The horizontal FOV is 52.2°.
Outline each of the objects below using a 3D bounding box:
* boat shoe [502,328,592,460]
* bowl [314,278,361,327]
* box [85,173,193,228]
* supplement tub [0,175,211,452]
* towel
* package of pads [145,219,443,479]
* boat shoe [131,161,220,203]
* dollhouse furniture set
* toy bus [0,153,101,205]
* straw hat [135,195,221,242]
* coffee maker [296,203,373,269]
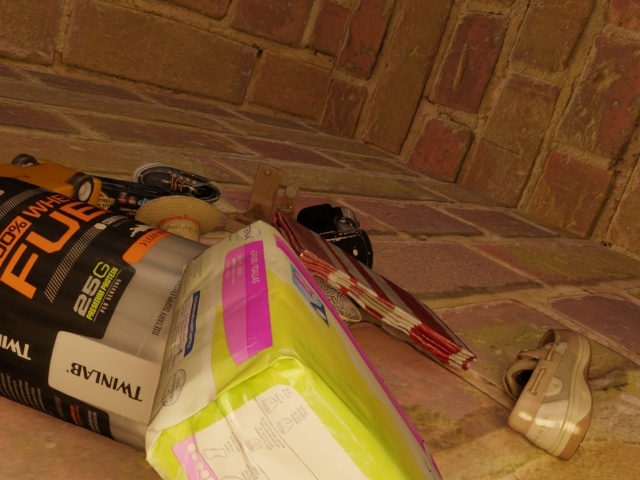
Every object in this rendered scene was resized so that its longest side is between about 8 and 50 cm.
[{"bbox_3d":[0.313,0.191,0.919,0.098,0.109,0.302,22,22,12],"label":"boat shoe"},{"bbox_3d":[-0.035,0.089,0.900,0.170,0.080,0.170,34,8,-5],"label":"bowl"},{"bbox_3d":[-0.338,-0.074,1.173,0.220,0.051,0.175,8,8,-30],"label":"box"},{"bbox_3d":[-0.245,0.057,0.612,0.316,0.193,0.193,18,16,6],"label":"supplement tub"},{"bbox_3d":[0.073,0.074,1.016,0.329,0.037,0.237,33,8,-19],"label":"towel"},{"bbox_3d":[0.011,0.152,0.451,0.296,0.101,0.229,56,5,-20],"label":"package of pads"},{"bbox_3d":[-0.303,-0.121,1.394,0.183,0.065,0.083,4,19,-43],"label":"boat shoe"},{"bbox_3d":[-0.109,-0.074,1.333,0.144,0.123,0.151,22,16,16],"label":"dollhouse furniture set"},{"bbox_3d":[-0.413,-0.023,0.821,0.108,0.130,0.333,18,16,8],"label":"toy bus"},{"bbox_3d":[-0.235,-0.013,1.092,0.144,0.144,0.061,8,58,-29],"label":"straw hat"},{"bbox_3d":[0.000,0.000,1.205,0.171,0.120,0.178,13,15,-12],"label":"coffee maker"}]
